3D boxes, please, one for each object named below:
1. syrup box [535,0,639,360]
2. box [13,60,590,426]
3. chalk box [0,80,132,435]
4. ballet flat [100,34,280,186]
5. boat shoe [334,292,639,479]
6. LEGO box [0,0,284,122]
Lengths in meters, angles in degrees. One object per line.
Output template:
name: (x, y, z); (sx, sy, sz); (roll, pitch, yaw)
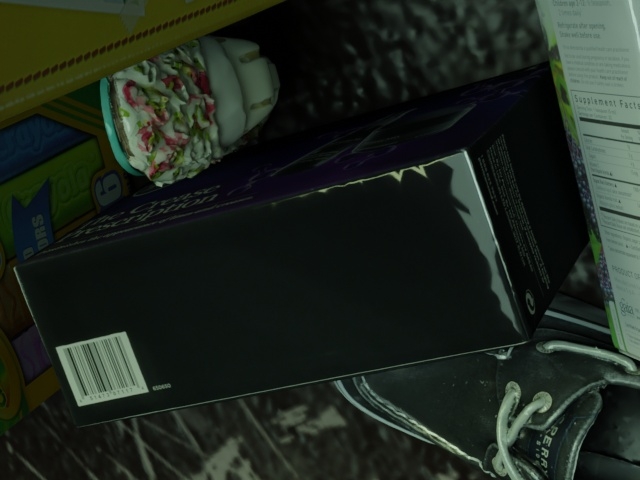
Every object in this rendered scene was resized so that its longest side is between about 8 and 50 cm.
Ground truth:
syrup box: (0.181, -0.058, 0.677); (0.093, 0.096, 0.237); (-19, 103, -14)
box: (0.000, 0.000, 0.744); (0.261, 0.184, 0.103); (-14, 101, 26)
chalk box: (-0.249, 0.020, 0.796); (0.180, 0.289, 0.179); (-7, 107, 25)
ballet flat: (-0.061, -0.080, 0.722); (0.077, 0.241, 0.091); (-12, 99, 2)
boat shoe: (0.137, 0.099, 0.769); (0.301, 0.102, 0.108); (14, 114, 18)
LEGO box: (-0.203, -0.171, 0.585); (0.372, 0.500, 0.193); (-2, 108, 24)
